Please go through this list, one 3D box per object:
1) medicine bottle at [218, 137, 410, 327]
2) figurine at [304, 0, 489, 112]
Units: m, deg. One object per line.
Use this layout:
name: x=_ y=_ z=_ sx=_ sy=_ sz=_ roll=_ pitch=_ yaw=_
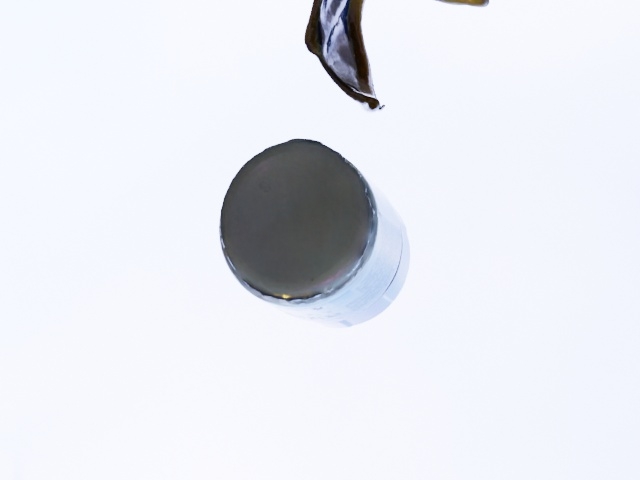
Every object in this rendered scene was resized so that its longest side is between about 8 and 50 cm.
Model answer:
medicine bottle: x=0.000 y=0.000 z=1.433 sx=0.135 sy=0.168 sz=0.135 roll=-2 pitch=-99 yaw=14
figurine: x=0.046 y=-0.364 z=1.467 sx=0.268 sy=0.401 sz=0.387 roll=-25 pitch=-153 yaw=19
